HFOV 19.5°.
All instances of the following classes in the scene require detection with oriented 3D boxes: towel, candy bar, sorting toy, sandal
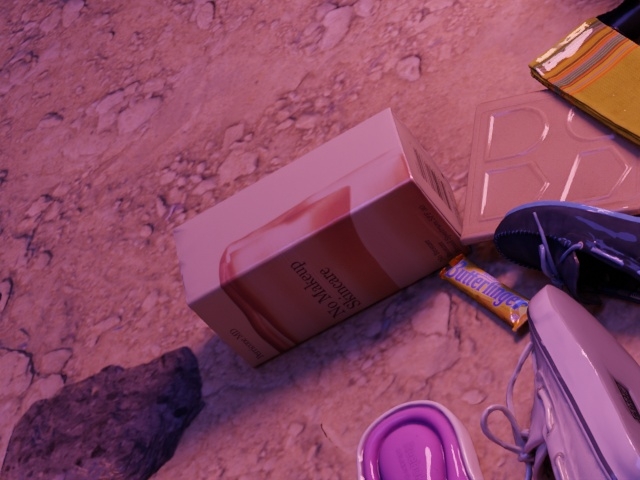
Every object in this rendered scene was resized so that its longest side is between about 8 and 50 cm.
[{"bbox_3d":[0.334,-0.175,2.059,0.102,0.021,0.237,-41,41,-6],"label":"towel"},{"bbox_3d":[0.182,0.056,2.006,0.040,0.018,0.161,-44,36,-7],"label":"candy bar"},{"bbox_3d":[0.308,-0.097,2.050,0.307,0.041,0.229,-10,45,25],"label":"sorting toy"},{"bbox_3d":[0.104,0.289,1.743,0.169,0.102,0.416,-36,35,5],"label":"sandal"}]

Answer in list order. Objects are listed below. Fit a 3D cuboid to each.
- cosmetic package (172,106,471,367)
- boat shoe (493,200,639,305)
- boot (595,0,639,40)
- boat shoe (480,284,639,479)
[{"bbox_3d":[0.000,0.000,2.109,0.296,0.153,0.129,-29,44,16],"label":"cosmetic package"},{"bbox_3d":[0.273,0.019,1.891,0.258,0.109,0.089,5,57,47],"label":"boat shoe"},{"bbox_3d":[0.348,-0.229,2.148,0.121,0.045,0.099,-23,36,30],"label":"boot"},{"bbox_3d":[0.231,0.185,1.727,0.156,0.136,0.367,-47,28,16],"label":"boat shoe"}]
